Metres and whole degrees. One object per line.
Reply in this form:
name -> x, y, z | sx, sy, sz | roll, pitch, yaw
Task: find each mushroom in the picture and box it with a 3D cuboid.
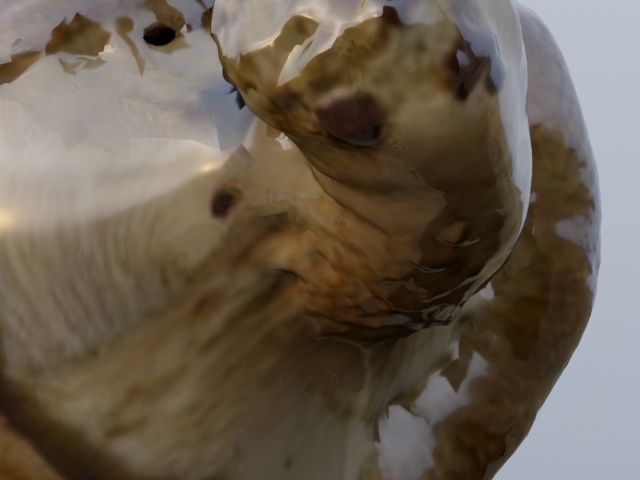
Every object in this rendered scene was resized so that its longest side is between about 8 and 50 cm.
mushroom -> -0.023, 0.011, 0.660 | 0.267, 0.267, 0.254 | -3, 17, 0
